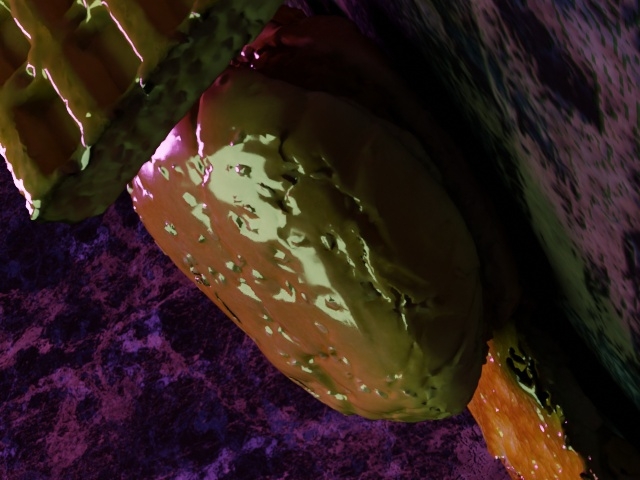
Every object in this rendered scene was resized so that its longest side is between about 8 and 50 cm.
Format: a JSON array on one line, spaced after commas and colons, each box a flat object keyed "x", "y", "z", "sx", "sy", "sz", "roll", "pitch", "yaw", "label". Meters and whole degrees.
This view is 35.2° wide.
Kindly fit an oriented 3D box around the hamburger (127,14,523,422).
[{"x": 0.000, "y": -0.001, "z": 0.666, "sx": 0.283, "sy": 0.145, "sz": 0.259, "roll": 45, "pitch": 150, "yaw": -13, "label": "hamburger"}]

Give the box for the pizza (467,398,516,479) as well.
[{"x": 0.179, "y": 0.146, "z": 1.011, "sx": 0.290, "sy": 0.081, "sz": 0.229, "roll": 60, "pitch": -176, "yaw": 23, "label": "pizza"}]

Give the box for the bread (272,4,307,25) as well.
[{"x": 0.023, "y": -0.059, "z": 0.792, "sx": 0.269, "sy": 0.095, "sz": 0.139, "roll": 66, "pitch": 173, "yaw": -24, "label": "bread"}]

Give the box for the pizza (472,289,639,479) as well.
[{"x": 0.168, "y": 0.128, "z": 0.719, "sx": 0.297, "sy": 0.071, "sz": 0.189, "roll": -117, "pitch": 12, "yaw": -76, "label": "pizza"}]

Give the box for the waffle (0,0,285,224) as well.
[{"x": -0.125, "y": -0.166, "z": 0.569, "sx": 0.055, "sy": 0.248, "sz": 0.221, "roll": 6, "pitch": -136, "yaw": -56, "label": "waffle"}]
